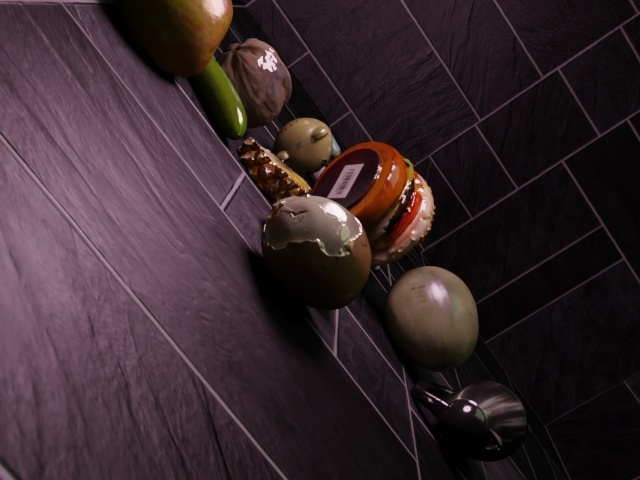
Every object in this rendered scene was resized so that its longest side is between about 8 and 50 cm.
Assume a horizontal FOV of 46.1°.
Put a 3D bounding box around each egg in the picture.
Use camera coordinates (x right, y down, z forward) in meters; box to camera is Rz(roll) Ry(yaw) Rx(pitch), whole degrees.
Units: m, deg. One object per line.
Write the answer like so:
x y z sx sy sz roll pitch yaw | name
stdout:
-0.002 0.030 1.452 0.201 0.201 0.244 -107 174 -55 | egg

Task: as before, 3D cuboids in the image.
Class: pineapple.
-0.104 -0.144 1.827 0.233 0.079 0.135 39 11 -38 | pineapple

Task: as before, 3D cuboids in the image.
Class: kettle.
0.380 0.438 1.888 0.271 0.207 0.250 17 46 -60 | kettle

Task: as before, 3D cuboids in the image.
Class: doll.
-0.043 -0.271 2.160 0.161 0.177 0.260 59 9 -6 | doll

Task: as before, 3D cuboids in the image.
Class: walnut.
-0.176 -0.403 1.938 0.224 0.224 0.224 53 12 -16 | walnut

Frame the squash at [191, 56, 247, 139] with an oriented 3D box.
-0.247 -0.356 1.800 0.292 0.082 0.082 60 12 23 | squash

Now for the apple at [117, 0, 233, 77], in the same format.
-0.321 -0.492 1.635 0.226 0.246 0.246 28 23 -26 | apple

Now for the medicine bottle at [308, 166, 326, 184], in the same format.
0.021 -0.188 2.462 0.220 0.061 0.092 53 18 -20 | medicine bottle

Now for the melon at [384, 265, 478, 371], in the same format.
0.307 0.210 2.072 0.308 0.272 0.272 53 9 27 | melon

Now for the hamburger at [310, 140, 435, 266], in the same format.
0.143 -0.096 2.083 0.250 0.330 0.330 44 16 -31 | hamburger

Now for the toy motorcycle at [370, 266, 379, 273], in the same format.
0.130 -0.004 2.345 0.221 0.102 0.150 62 -8 13 | toy motorcycle

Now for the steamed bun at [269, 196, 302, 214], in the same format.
0.000 0.000 1.632 0.238 0.153 0.170 55 5 -20 | steamed bun
